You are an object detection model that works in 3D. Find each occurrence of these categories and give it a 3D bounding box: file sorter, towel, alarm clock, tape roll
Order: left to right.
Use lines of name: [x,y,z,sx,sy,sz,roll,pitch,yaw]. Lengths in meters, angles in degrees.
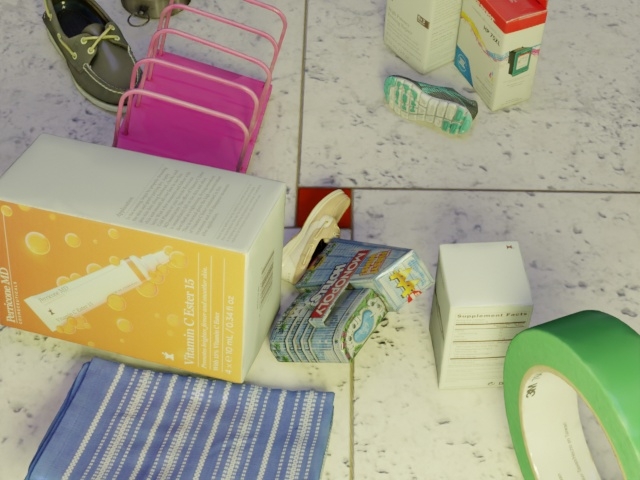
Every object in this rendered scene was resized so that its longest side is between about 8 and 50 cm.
alarm clock: [-0.301,-0.445,1.949,0.129,0.064,0.192,9,52,7]
towel: [-0.159,0.237,1.314,0.336,0.040,0.243,7,29,6]
file sorter: [-0.180,-0.228,1.642,0.202,0.182,0.290,17,47,-4]
tape roll: [0.305,0.237,1.176,0.077,0.321,0.321,-16,51,-14]

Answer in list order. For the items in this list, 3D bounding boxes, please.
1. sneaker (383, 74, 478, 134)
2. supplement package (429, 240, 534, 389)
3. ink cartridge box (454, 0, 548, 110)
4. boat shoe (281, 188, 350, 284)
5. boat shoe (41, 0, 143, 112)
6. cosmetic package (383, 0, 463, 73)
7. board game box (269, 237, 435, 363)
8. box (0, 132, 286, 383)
sneaker: [0.181,-0.225,1.766,0.166,0.065,0.076,29,38,19]
supplement package: [0.201,0.097,1.392,0.105,0.179,0.105,-2,48,-2]
ink cartridge box: [0.288,-0.341,1.742,0.078,0.231,0.134,-19,51,-16]
boat shoe: [0.000,0.000,1.561,0.059,0.063,0.170,28,64,19]
boat shoe: [-0.380,-0.326,1.821,0.109,0.091,0.305,-27,54,-21]
cosmetic package: [0.174,-0.404,1.797,0.085,0.231,0.117,-29,54,-23]
board game box: [0.043,0.072,1.421,0.194,0.060,0.194,-8,35,49]
box: [-0.234,0.019,1.419,0.345,0.215,0.168,12,37,11]
